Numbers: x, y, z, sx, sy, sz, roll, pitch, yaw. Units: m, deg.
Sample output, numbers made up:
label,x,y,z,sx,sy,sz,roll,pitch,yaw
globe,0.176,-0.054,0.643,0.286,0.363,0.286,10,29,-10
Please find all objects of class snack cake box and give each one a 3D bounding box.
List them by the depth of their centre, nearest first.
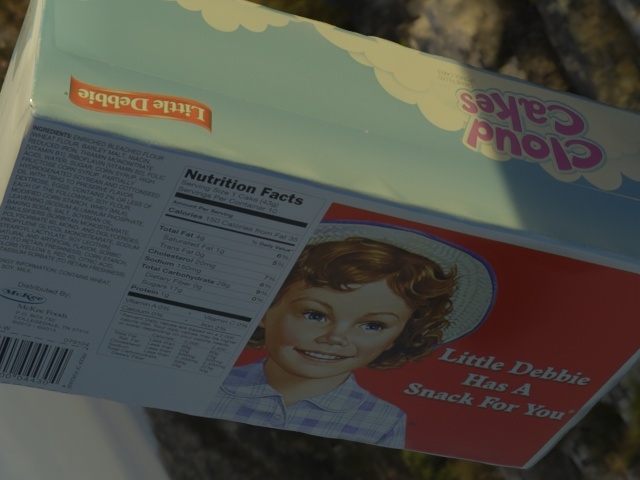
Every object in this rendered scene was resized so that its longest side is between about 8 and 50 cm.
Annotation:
label,x,y,z,sx,sy,sz,roll,pitch,yaw
snack cake box,0.000,0.000,0.533,0.152,0.264,0.089,122,153,-43
